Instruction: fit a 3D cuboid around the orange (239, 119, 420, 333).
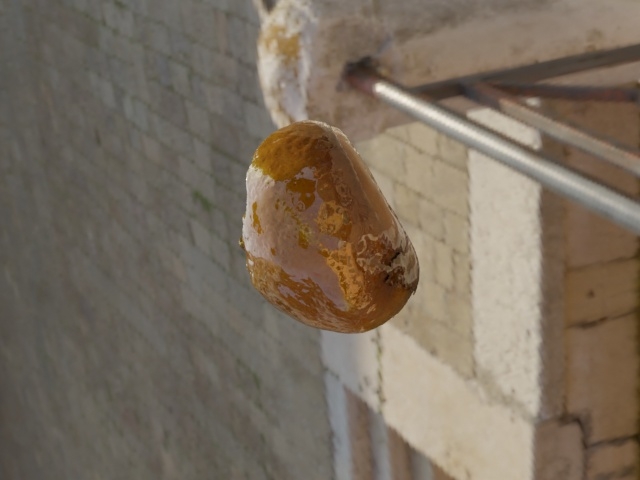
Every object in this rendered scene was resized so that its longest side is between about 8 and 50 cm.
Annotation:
[{"bbox_3d":[0.000,0.000,0.465,0.086,0.062,0.086,56,180,0],"label":"orange"}]
